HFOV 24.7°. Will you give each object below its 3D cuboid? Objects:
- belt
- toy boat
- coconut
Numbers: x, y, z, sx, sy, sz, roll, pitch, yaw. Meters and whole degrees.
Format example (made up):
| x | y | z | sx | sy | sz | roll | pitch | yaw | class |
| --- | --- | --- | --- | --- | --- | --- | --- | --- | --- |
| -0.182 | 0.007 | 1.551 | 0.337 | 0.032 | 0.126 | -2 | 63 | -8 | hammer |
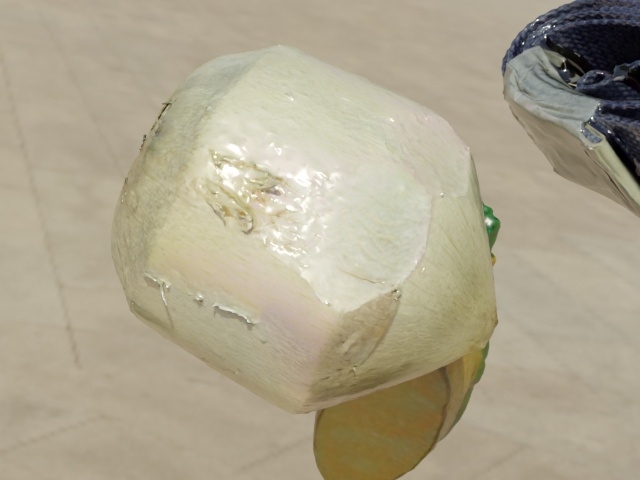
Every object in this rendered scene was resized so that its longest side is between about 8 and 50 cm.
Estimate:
| x | y | z | sx | sy | sz | roll | pitch | yaw | class |
| --- | --- | --- | --- | --- | --- | --- | --- | --- | --- |
| 0.234 | -0.093 | 1.087 | 0.126 | 0.139 | 0.230 | 53 | -7 | -31 | belt |
| 0.050 | 0.076 | 0.883 | 0.089 | 0.229 | 0.088 | 25 | 42 | -2 | toy boat |
| 0.000 | 0.000 | 0.688 | 0.183 | 0.171 | 0.171 | 28 | 16 | 9 | coconut |
